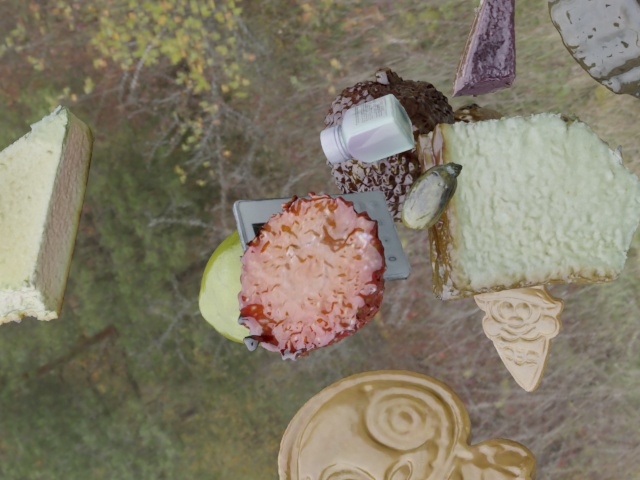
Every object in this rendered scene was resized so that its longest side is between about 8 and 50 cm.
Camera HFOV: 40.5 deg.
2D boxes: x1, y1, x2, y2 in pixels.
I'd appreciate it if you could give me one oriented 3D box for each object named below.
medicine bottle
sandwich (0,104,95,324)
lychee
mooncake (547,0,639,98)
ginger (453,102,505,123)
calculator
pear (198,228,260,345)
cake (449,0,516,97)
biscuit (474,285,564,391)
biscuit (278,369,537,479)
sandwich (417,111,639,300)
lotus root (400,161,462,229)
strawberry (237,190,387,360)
[{"bbox_3d":[0.063,-0.148,1.208,0.118,0.074,0.055,-19,55,22],"label":"medicine bottle"},{"bbox_3d":[-0.269,-0.005,0.782,0.162,0.193,0.058,58,-176,24],"label":"sandwich"},{"bbox_3d":[0.122,-0.162,1.505,0.236,0.236,0.271,21,124,47],"label":"lychee"},{"bbox_3d":[0.399,-0.297,1.065,0.124,0.228,0.228,-28,88,57],"label":"mooncake"},{"bbox_3d":[0.313,-0.191,1.713,0.165,0.172,0.321,64,-169,17],"label":"ginger"},{"bbox_3d":[0.000,0.000,1.315,0.021,0.261,0.161,124,134,-55],"label":"calculator"},{"bbox_3d":[-0.088,0.069,1.469,0.269,0.212,0.212,-35,81,26],"label":"pear"},{"bbox_3d":[0.328,-0.402,1.599,0.116,0.112,0.295,175,106,-88],"label":"cake"},{"bbox_3d":[0.336,0.132,1.464,0.162,0.035,0.250,-8,93,44],"label":"biscuit"},{"bbox_3d":[0.093,0.236,0.806,0.288,0.202,0.044,30,160,28],"label":"biscuit"},{"bbox_3d":[0.318,-0.056,1.305,0.131,0.325,0.262,141,122,-85],"label":"sandwich"},{"bbox_3d":[0.133,-0.056,1.042,0.049,0.054,0.099,38,105,12],"label":"lotus root"},{"bbox_3d":[0.010,0.073,1.166,0.234,0.234,0.178,34,175,38],"label":"strawberry"}]
